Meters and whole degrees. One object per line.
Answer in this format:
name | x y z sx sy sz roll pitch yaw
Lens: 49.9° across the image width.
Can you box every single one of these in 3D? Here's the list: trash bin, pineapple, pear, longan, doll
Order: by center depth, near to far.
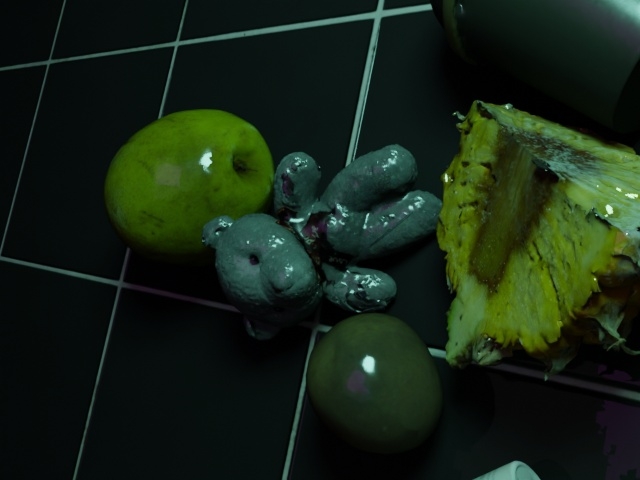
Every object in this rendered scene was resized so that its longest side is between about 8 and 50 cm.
pineapple | 0.268 0.029 0.769 0.344 0.208 0.286 -113 30 -56
trash bin | 0.263 -0.279 0.801 0.214 0.214 0.334 -52 58 15
longan | 0.066 0.176 0.860 0.189 0.189 0.189 -11 71 36
doll | -0.004 0.003 0.937 0.340 0.158 0.246 -24 101 22
pear | -0.215 -0.082 1.100 0.307 0.252 0.253 -7 74 37

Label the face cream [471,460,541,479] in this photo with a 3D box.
face cream | 0.108 0.372 0.813 0.345 0.102 0.102 -35 59 24
